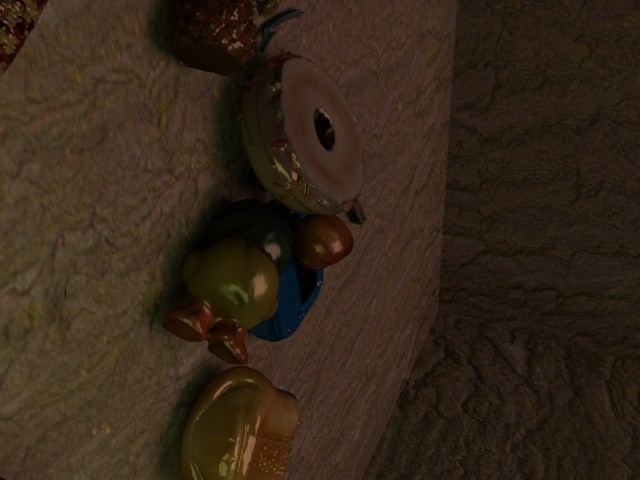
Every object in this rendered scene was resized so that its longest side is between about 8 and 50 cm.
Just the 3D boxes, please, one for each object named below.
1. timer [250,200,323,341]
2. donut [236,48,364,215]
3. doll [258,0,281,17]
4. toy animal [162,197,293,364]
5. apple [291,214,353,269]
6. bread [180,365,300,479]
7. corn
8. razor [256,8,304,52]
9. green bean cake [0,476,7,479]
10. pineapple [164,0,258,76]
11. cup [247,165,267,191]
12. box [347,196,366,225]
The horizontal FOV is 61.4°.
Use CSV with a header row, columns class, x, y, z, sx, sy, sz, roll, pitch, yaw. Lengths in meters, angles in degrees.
class,x,y,z,sx,sy,sz,roll,pitch,yaw
timer,-0.093,0.077,1.410,0.309,0.115,0.340,-55,146,-47
donut,-0.042,-0.231,1.219,0.383,0.142,0.382,30,52,-49
doll,-0.126,-0.529,1.155,0.093,0.051,0.061,42,60,-30
toy animal,-0.163,0.062,1.104,0.191,0.216,0.338,-38,-154,52
apple,0.000,0.000,1.284,0.131,0.146,0.146,60,30,1
bread,-0.206,0.457,1.241,0.270,0.211,0.315,47,51,-52
corn,-0.370,-0.311,0.648,0.253,0.086,0.086,-71,155,-17
razor,-0.092,-0.495,1.232,0.068,0.037,0.191,-41,-167,46
green bean cake,-0.441,0.426,0.734,0.094,0.173,0.181,-38,137,-57
pineapple,-0.178,-0.482,0.944,0.165,0.166,0.364,17,77,-66
cup,-0.129,-0.177,1.282,0.074,0.102,0.099,-47,180,39
box,0.109,-0.118,1.835,0.041,0.050,0.207,-65,153,-20
